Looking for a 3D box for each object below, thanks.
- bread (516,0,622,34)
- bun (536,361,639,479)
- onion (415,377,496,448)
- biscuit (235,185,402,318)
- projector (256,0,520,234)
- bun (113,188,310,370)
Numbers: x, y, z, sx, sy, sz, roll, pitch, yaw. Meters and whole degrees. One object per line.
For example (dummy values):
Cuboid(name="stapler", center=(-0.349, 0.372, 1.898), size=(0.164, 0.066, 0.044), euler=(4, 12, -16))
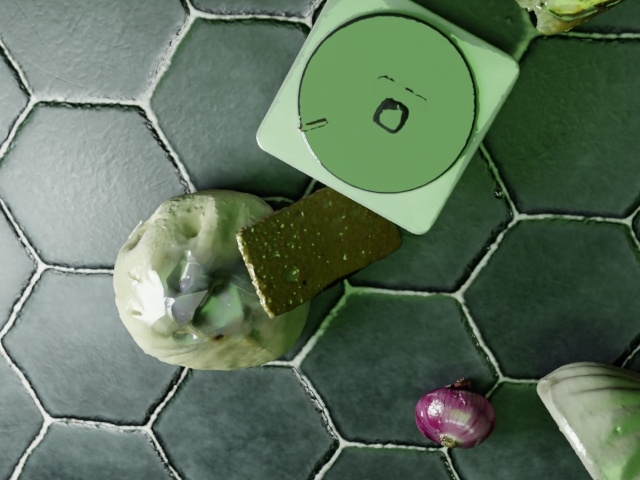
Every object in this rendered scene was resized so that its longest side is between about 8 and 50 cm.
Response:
Cuboid(name="bread", center=(0.329, -0.370, 1.406), size=(0.186, 0.124, 0.257), euler=(44, 109, -3))
Cuboid(name="bun", center=(0.423, 0.255, 1.561), size=(0.175, 0.263, 0.263), euler=(-34, 104, 7))
Cuboid(name="onion", center=(0.191, 0.244, 1.660), size=(0.115, 0.115, 0.104), euler=(14, 66, 0))
Cuboid(name="biscuit", center=(0.000, 0.000, 1.551), size=(0.231, 0.025, 0.131), euler=(-27, 104, -26))
Cuboid(name="projector", center=(0.086, -0.177, 1.509), size=(0.259, 0.079, 0.257), euler=(29, 100, -2))
Cuboid(name="bun", center=(-0.148, 0.067, 1.587), size=(0.273, 0.168, 0.272), euler=(-1, 110, -3))
